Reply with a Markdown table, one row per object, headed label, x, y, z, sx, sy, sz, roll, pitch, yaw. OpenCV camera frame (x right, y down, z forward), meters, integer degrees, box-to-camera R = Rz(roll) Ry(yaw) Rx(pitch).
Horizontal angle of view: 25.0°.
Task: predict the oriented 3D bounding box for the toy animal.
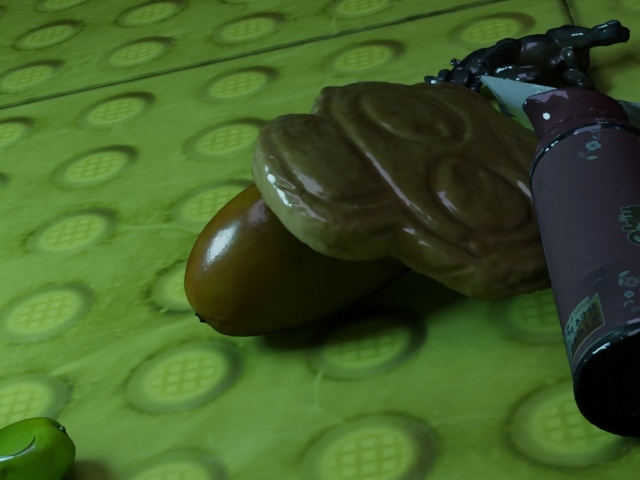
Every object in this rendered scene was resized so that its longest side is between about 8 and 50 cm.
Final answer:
| label | x | y | z | sx | sy | sz | roll | pitch | yaw |
| --- | --- | --- | --- | --- | --- | --- | --- | --- | --- |
| toy animal | 0.230 | -0.195 | 1.559 | 0.233 | 0.084 | 0.148 | -18 | 27 | 1 |

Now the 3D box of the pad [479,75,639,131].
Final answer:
| label | x | y | z | sx | sy | sz | roll | pitch | yaw |
| --- | --- | --- | --- | --- | --- | --- | --- | --- | --- |
| pad | 0.263 | -0.094 | 1.301 | 0.232 | 0.156 | 0.004 | 18 | 75 | 45 |

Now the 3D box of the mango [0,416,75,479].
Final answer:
| label | x | y | z | sx | sy | sz | roll | pitch | yaw |
| --- | --- | --- | --- | --- | --- | --- | --- | --- | --- |
| mango | -0.247 | 0.178 | 1.143 | 0.108 | 0.056 | 0.073 | -20 | 23 | -4 |

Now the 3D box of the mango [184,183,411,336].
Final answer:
| label | x | y | z | sx | sy | sz | roll | pitch | yaw |
| --- | --- | --- | --- | --- | --- | --- | --- | --- | --- |
| mango | 0.000 | 0.000 | 1.256 | 0.253 | 0.138 | 0.113 | -20 | 31 | -17 |

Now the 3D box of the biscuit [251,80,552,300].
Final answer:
| label | x | y | z | sx | sy | sz | roll | pitch | yaw |
| --- | --- | --- | --- | --- | --- | --- | --- | --- | --- |
| biscuit | 0.116 | -0.054 | 1.240 | 0.376 | 0.051 | 0.269 | -5 | 44 | -36 |

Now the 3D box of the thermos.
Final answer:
| label | x | y | z | sx | sy | sz | roll | pitch | yaw |
| --- | --- | --- | --- | --- | --- | --- | --- | --- | --- |
| thermos | 0.239 | -0.009 | 1.118 | 0.136 | 0.109 | 0.330 | -8 | 40 | 5 |
